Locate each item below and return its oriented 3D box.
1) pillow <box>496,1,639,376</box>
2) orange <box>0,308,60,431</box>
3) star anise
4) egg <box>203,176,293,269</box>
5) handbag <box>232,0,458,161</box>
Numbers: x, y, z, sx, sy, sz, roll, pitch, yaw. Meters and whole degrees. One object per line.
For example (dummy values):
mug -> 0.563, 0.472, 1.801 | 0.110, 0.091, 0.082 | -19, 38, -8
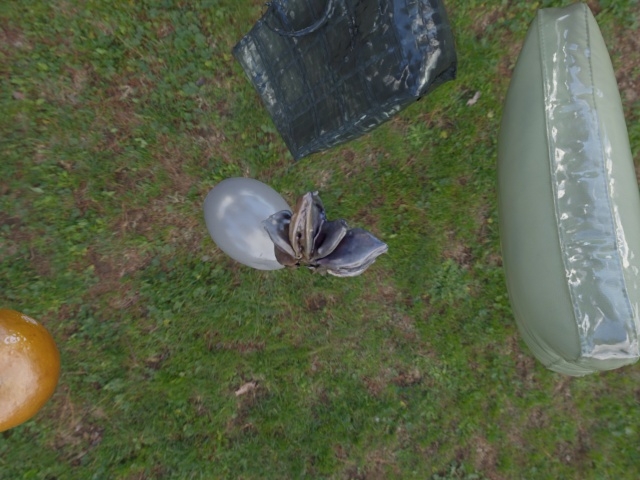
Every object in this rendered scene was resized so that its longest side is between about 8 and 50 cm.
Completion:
pillow -> 0.245, -0.031, 0.449 | 0.120, 0.255, 0.322 | -3, 71, 21
orange -> -0.626, 0.246, 0.833 | 0.171, 0.240, 0.239 | 1, 94, 34
star anise -> 0.000, 0.000, 0.706 | 0.229, 0.236, 0.092 | 8, 68, 24
egg -> -0.145, -0.033, 0.971 | 0.176, 0.176, 0.232 | -43, 88, -2
handbag -> 0.015, -0.193, 0.452 | 0.089, 0.270, 0.175 | -39, 104, -40
